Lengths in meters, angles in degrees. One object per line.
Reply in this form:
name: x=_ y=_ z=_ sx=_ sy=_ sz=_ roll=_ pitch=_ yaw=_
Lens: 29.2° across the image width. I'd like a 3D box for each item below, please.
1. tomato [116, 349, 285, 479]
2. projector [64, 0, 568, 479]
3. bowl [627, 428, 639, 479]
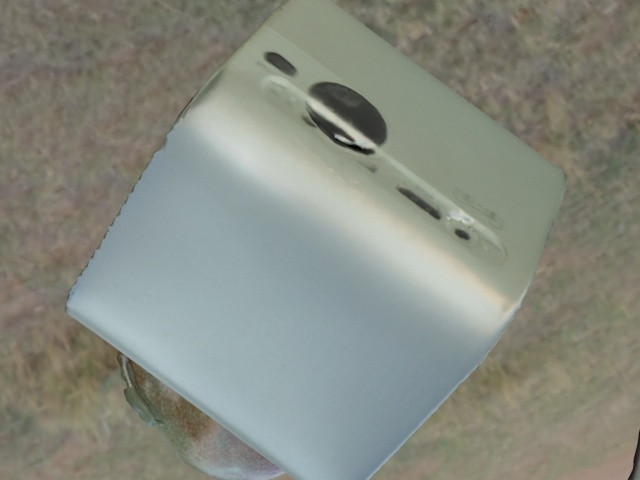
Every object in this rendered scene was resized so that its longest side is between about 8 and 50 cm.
tomato: x=-0.108 y=0.145 z=1.528 sx=0.239 sy=0.303 sz=0.303 roll=-24 pitch=161 yaw=21
projector: x=0.000 y=0.000 z=0.895 sx=0.248 sy=0.249 sz=0.248 roll=-53 pitch=-178 yaw=35
bowl: x=0.327 y=0.185 z=0.819 sx=0.185 sy=0.354 sz=0.354 roll=11 pitch=176 yaw=27
